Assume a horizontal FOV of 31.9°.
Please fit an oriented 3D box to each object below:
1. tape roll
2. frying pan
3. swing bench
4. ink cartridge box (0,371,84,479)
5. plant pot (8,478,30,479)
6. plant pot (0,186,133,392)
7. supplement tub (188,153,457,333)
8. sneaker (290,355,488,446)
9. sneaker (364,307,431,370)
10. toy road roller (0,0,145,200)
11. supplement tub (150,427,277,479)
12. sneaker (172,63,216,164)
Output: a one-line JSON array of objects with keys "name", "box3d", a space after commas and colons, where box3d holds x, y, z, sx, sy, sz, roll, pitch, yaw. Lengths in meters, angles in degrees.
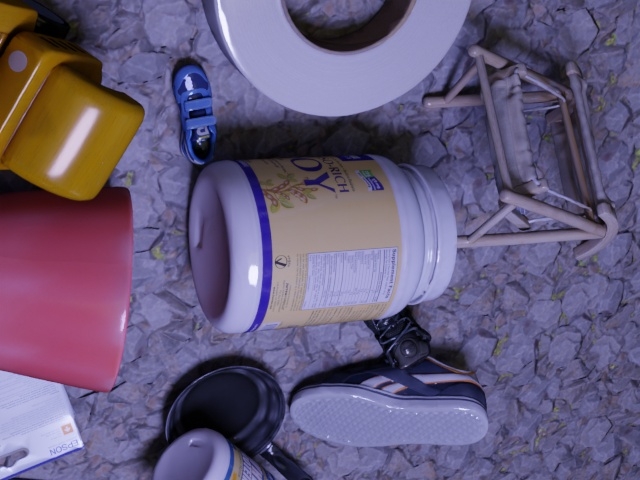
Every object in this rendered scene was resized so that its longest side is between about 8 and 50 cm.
[{"name": "tape roll", "box3d": [0.031, -0.361, 1.522, 0.392, 0.072, 0.392, -10, 119, -19]}, {"name": "frying pan", "box3d": [-0.100, 0.294, 1.807, 0.326, 0.053, 0.197, 19, 108, -32]}, {"name": "swing bench", "box3d": [0.309, -0.124, 1.635, 0.255, 0.253, 0.165, 4, 153, -25]}, {"name": "ink cartridge box", "box3d": [-0.475, 0.236, 1.596, 0.223, 0.045, 0.224, -20, 112, -16]}, {"name": "plant pot", "box3d": [-0.478, 0.505, 1.650, 0.236, 0.212, 0.236, 13, 109, -28]}, {"name": "plant pot", "box3d": [-0.382, 0.053, 1.451, 0.243, 0.275, 0.275, 6, 113, -16]}, {"name": "supplement tub", "box3d": [0.000, 0.000, 1.589, 0.331, 0.241, 0.241, -4, 117, -23]}, {"name": "sneaker", "box3d": [0.113, 0.262, 1.856, 0.321, 0.127, 0.126, 4, 128, 1]}, {"name": "sneaker", "box3d": [0.107, 0.119, 1.766, 0.087, 0.130, 0.227, -36, 121, -5]}, {"name": "toy road roller", "box3d": [-0.354, -0.163, 1.293, 0.240, 0.329, 0.202, 34, 100, 8]}, {"name": "supplement tub", "box3d": [-0.149, 0.395, 1.732, 0.144, 0.144, 0.199, -43, 126, 1]}, {"name": "sneaker", "box3d": [-0.168, -0.170, 1.536, 0.053, 0.059, 0.144, -13, 119, -15]}]
